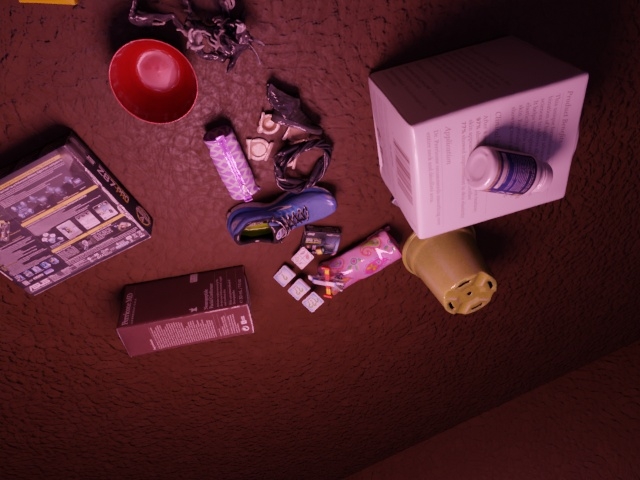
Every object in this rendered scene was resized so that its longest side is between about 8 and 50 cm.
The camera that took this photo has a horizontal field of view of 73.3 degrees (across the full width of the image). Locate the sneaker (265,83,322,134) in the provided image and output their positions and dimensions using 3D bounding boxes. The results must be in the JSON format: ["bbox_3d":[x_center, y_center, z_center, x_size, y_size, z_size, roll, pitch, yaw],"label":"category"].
[{"bbox_3d":[-0.063,-0.332,1.095,0.170,0.051,0.089,10,111,-23],"label":"sneaker"}]

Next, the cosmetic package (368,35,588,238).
[{"bbox_3d":[0.368,-0.266,1.092,0.393,0.327,0.330,-16,130,-1],"label":"cosmetic package"}]

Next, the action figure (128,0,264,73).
[{"bbox_3d":[-0.243,-0.456,0.891,0.275,0.141,0.164,14,85,-18],"label":"action figure"}]

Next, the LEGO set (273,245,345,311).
[{"bbox_3d":[-0.034,0.124,1.377,0.182,0.060,0.244,44,128,-1],"label":"LEGO set"}]

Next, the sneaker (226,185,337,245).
[{"bbox_3d":[-0.105,-0.054,1.248,0.329,0.147,0.130,-18,130,-2],"label":"sneaker"}]

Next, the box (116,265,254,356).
[{"bbox_3d":[-0.412,0.214,1.350,0.381,0.191,0.143,-11,129,-7],"label":"box"}]

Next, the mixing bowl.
[{"bbox_3d":[-0.366,-0.366,0.964,0.181,0.098,0.182,-7,129,-9],"label":"mixing bowl"}]

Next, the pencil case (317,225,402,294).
[{"bbox_3d":[0.130,0.068,1.431,0.284,0.124,0.124,-31,129,9],"label":"pencil case"}]

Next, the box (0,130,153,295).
[{"bbox_3d":[-0.703,-0.053,1.123,0.394,0.097,0.318,-26,131,6],"label":"box"}]

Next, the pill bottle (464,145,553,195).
[{"bbox_3d":[0.407,-0.145,0.924,0.169,0.094,0.094,5,126,-18],"label":"pill bottle"}]

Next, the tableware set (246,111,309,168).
[{"bbox_3d":[-0.113,-0.267,1.160,0.168,0.020,0.141,10,124,-21],"label":"tableware set"}]

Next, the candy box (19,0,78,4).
[{"bbox_3d":[-0.542,-0.562,0.809,0.105,0.027,0.206,-2,128,-9],"label":"candy box"}]

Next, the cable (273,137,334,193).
[{"bbox_3d":[-0.040,-0.206,1.189,0.184,0.047,0.151,-27,134,-12],"label":"cable"}]

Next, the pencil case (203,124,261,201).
[{"bbox_3d":[-0.235,-0.199,1.138,0.086,0.088,0.206,-22,129,0],"label":"pencil case"}]

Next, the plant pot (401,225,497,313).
[{"bbox_3d":[0.448,0.098,1.446,0.275,0.254,0.276,-7,128,-9],"label":"plant pot"}]

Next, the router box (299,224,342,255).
[{"bbox_3d":[0.000,0.000,1.388,0.122,0.038,0.092,3,126,-17],"label":"router box"}]

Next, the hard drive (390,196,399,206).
[{"bbox_3d":[0.298,-0.154,1.357,0.094,0.022,0.135,27,116,-30],"label":"hard drive"}]
